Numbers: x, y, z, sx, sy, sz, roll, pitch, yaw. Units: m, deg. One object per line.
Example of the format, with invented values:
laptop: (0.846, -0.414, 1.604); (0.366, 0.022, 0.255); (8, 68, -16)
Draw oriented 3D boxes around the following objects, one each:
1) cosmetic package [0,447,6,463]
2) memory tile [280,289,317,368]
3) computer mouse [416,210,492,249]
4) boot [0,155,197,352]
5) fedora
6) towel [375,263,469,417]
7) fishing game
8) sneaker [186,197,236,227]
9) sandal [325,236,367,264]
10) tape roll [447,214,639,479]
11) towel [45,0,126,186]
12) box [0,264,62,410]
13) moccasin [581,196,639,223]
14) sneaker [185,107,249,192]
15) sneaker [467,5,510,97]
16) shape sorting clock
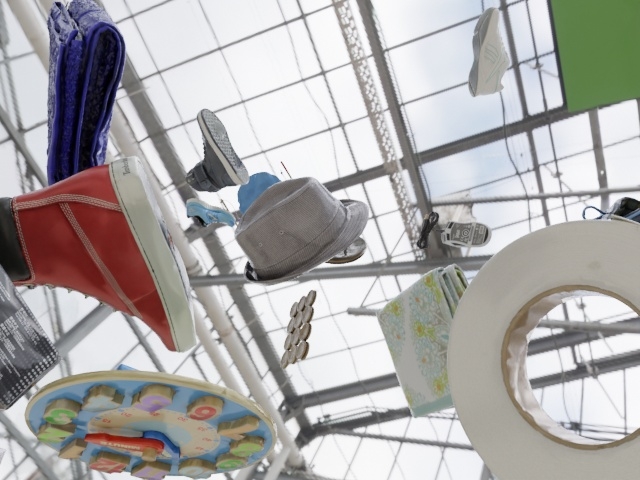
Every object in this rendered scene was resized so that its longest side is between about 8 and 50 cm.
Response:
cosmetic package: (-0.714, 0.515, 0.889); (0.155, 0.365, 0.197); (9, -20, 11)
memory tile: (-0.042, 0.175, 1.065); (0.012, 0.148, 0.113); (23, -35, -19)
computer mouse: (0.350, -0.015, 1.393); (0.193, 0.106, 0.042); (11, -12, 34)
boot: (-0.231, 0.044, 0.546); (0.176, 0.088, 0.244); (-19, -50, -9)
fedora: (-0.057, -0.036, 1.017); (0.276, 0.243, 0.124); (-24, -64, 27)
towel: (0.291, 0.269, 1.377); (0.374, 0.090, 0.320); (-51, -130, 56)
fishing game: (-0.198, -0.142, 1.837); (0.189, 0.264, 0.041); (57, -16, -22)
sneaker: (-0.333, -0.067, 1.618); (0.162, 0.073, 0.063); (21, -19, -28)
sandal: (0.000, 0.000, 1.103); (0.220, 0.090, 0.060); (5, -58, -20)
tape roll: (0.351, 0.163, 0.711); (0.072, 0.391, 0.392); (16, -32, -42)
towel: (-0.322, -0.190, 0.697); (0.076, 0.308, 0.227); (7, -66, -30)
box: (-0.350, 0.006, 0.400); (0.216, 0.060, 0.270); (-8, -63, 27)
moccasin: (0.605, -0.033, 1.029); (0.342, 0.138, 0.116); (-26, -102, 56)
sneaker: (-0.313, -0.229, 1.444); (0.164, 0.086, 0.226); (-12, -62, 25)
sneaker: (0.300, -0.330, 0.943); (0.061, 0.053, 0.152); (-4, -58, -5)
shape sorting clock: (-0.140, 0.165, 0.457); (0.206, 0.040, 0.206); (2, -39, 2)
